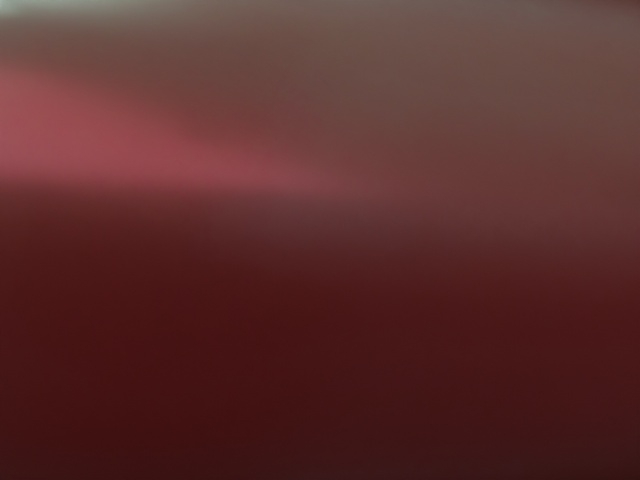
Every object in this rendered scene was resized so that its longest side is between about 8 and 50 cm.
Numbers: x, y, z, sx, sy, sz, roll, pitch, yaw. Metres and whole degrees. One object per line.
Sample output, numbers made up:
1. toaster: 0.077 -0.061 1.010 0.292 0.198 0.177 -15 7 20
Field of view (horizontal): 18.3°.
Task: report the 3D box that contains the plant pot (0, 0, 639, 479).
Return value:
1. plant pot: 0.000 0.000 0.710 0.243 0.275 0.275 3 66 2
